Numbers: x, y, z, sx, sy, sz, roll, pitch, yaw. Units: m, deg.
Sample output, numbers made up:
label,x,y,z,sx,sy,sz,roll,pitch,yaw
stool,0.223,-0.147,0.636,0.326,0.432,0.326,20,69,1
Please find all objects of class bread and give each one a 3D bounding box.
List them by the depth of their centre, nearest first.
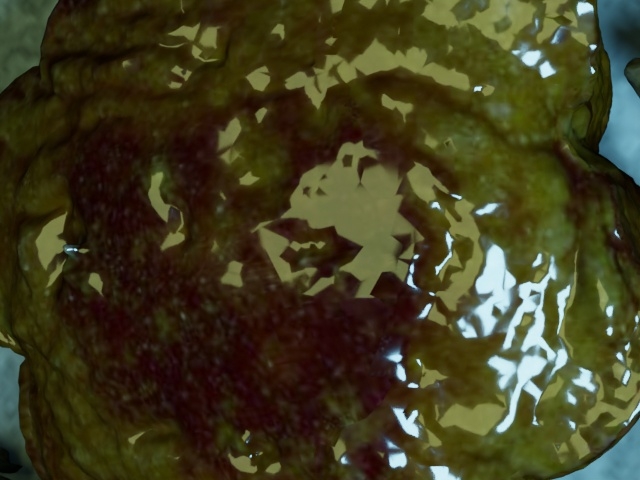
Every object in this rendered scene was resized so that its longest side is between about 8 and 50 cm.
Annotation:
label,x,y,z,sx,sy,sz,roll,pitch,yaw
bread,-0.004,0.013,0.628,0.246,0.135,0.232,-13,84,25

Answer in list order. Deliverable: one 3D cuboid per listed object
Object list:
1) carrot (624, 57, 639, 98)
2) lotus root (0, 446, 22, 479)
label,x,y,z,sx,sy,sz,roll,pitch,yaw
carrot,0.209,-0.014,0.552,0.263,0.102,0.102,19,97,28
lotus root,-0.082,0.162,0.672,0.241,0.123,0.124,20,108,28
